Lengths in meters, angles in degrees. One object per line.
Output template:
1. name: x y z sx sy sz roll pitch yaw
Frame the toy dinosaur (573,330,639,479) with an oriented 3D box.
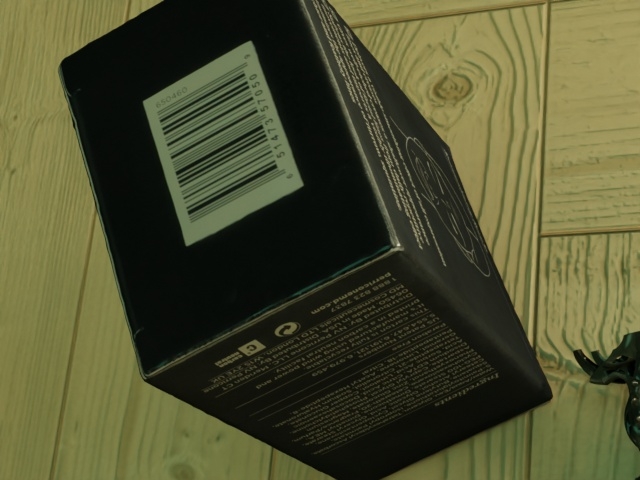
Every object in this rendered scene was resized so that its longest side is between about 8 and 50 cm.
1. toy dinosaur: 0.296 0.176 1.090 0.322 0.164 0.218 -12 80 -3

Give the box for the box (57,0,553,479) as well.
1. box: 0.000 0.000 1.147 0.212 0.395 0.293 -28 59 14
